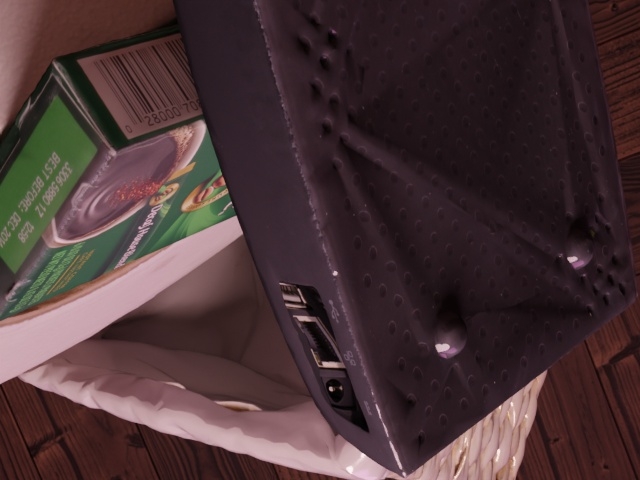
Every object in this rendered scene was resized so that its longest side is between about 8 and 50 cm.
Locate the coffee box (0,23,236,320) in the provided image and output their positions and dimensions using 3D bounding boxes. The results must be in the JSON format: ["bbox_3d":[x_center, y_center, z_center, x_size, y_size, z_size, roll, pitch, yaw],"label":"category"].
[{"bbox_3d":[-0.039,-0.040,0.468,0.184,0.040,0.113,-26,167,-46],"label":"coffee box"}]

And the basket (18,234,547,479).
[{"bbox_3d":[0.000,0.000,0.965,0.328,0.331,0.266,10,171,34],"label":"basket"}]

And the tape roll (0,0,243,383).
[{"bbox_3d":[-0.098,-0.043,0.600,0.392,0.072,0.392,-35,172,-6],"label":"tape roll"}]

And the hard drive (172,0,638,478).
[{"bbox_3d":[0.027,-0.071,0.420,0.054,0.254,0.172,-3,-163,43],"label":"hard drive"}]
